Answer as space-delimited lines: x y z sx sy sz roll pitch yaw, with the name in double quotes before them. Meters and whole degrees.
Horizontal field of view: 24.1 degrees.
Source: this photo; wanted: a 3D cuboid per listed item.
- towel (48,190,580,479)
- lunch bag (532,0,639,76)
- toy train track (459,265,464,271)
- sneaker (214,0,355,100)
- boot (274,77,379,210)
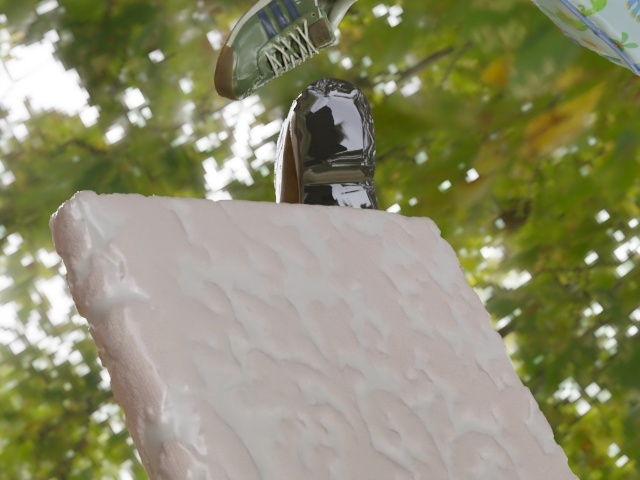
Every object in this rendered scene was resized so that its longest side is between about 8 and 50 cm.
"towel" 0.026 0.122 0.845 0.053 0.317 0.332 -43 -118 32
"lunch bag" 0.206 -0.221 0.995 0.219 0.176 0.090 28 10 -48
"toy train track" 0.134 0.018 1.550 0.048 0.014 0.083 -99 162 -53
"sneaker" -0.027 -0.215 1.544 0.086 0.192 0.064 14 -35 32
"boot" 0.000 0.000 1.491 0.115 0.112 0.305 163 -71 -70
